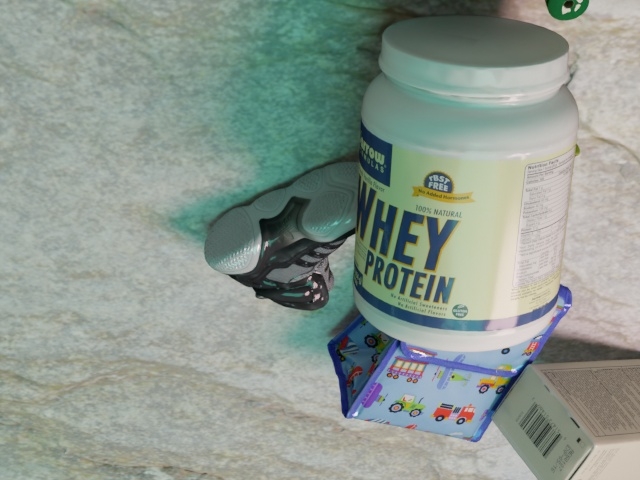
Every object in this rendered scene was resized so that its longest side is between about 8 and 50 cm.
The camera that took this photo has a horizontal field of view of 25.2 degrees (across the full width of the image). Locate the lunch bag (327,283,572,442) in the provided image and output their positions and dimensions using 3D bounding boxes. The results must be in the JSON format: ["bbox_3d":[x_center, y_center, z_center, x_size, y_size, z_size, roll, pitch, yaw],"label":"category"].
[{"bbox_3d":[0.181,0.120,1.918,0.221,0.138,0.293,14,131,-27],"label":"lunch bag"}]

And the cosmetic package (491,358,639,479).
[{"bbox_3d":[0.408,0.257,1.996,0.310,0.160,0.113,4,128,-40],"label":"cosmetic package"}]

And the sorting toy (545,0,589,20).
[{"bbox_3d":[0.301,-0.352,1.472,0.132,0.046,0.274,25,130,-30],"label":"sorting toy"}]

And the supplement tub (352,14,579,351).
[{"bbox_3d":[0.158,-0.066,1.575,0.236,0.235,0.324,-1,114,-6],"label":"supplement tub"}]

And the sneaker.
[{"bbox_3d":[0.000,0.000,1.788,0.269,0.101,0.153,-20,137,23],"label":"sneaker"}]

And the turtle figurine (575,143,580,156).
[{"bbox_3d":[0.212,-0.050,1.765,0.270,0.087,0.217,10,136,-18],"label":"turtle figurine"}]
